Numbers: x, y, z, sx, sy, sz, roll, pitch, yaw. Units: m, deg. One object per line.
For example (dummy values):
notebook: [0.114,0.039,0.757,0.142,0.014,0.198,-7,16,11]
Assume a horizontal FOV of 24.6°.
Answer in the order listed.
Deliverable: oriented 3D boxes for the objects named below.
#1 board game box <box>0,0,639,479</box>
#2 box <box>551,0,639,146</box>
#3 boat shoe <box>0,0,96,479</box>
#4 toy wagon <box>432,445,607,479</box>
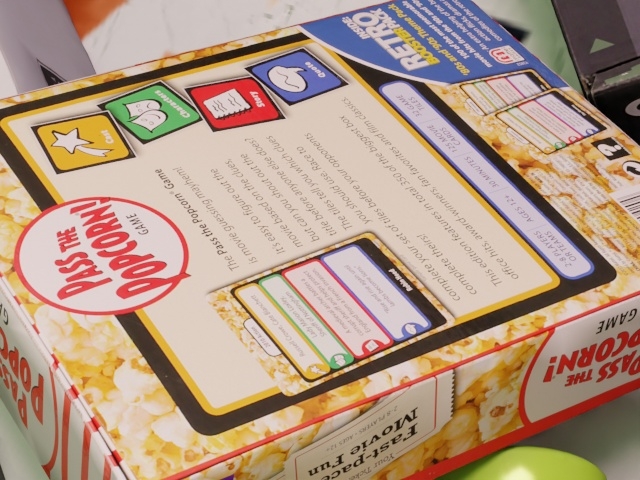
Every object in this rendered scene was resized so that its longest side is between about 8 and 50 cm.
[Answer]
board game box: [0.000,0.000,0.410,0.193,0.045,0.147,-18,48,-28]
box: [0.192,-0.208,0.502,0.293,0.073,0.295,-19,64,13]
boat shoe: [-0.122,0.006,0.510,0.105,0.113,0.306,-33,58,13]
toy wagon: [0.071,0.176,0.340,0.344,0.068,0.267,-3,58,6]
